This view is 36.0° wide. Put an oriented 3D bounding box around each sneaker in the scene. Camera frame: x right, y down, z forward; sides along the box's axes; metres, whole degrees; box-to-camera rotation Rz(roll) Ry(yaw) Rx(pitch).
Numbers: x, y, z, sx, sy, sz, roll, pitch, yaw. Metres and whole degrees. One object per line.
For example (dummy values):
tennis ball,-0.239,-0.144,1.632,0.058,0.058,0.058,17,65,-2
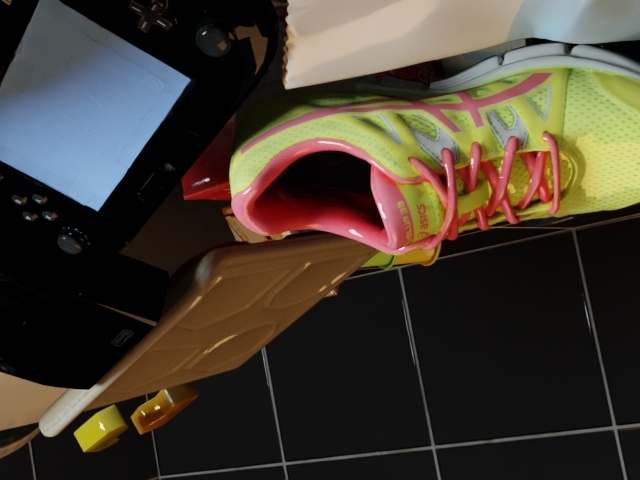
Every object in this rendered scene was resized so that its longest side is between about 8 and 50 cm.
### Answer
sneaker,0.056,-0.028,0.427,0.209,0.081,0.094,-1,-141,14

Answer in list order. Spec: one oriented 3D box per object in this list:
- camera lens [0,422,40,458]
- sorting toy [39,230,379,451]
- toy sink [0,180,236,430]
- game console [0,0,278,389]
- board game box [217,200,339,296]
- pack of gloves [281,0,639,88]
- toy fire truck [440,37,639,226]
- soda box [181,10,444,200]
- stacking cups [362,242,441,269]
camera lens,-0.373,0.096,0.877,0.274,0.219,0.219,-15,173,37
sorting toy,-0.099,0.076,0.733,0.307,0.041,0.229,-41,164,34
toy sink,-0.199,0.032,0.742,0.153,0.131,0.234,-4,150,-49
game console,-0.153,-0.028,0.467,0.213,0.044,0.361,22,143,-22
board game box,-0.096,0.013,1.005,0.193,0.045,0.146,-13,131,28
pack of gloves,0.111,-0.109,0.315,0.232,0.046,0.195,-10,154,-12
toy fire truck,0.160,-0.082,0.519,0.217,0.158,0.246,-13,-171,26
soda box,0.021,-0.072,0.629,0.092,0.083,0.263,-15,172,31
stacking cups,0.000,0.000,1.280,0.316,0.096,0.096,-5,172,-23
